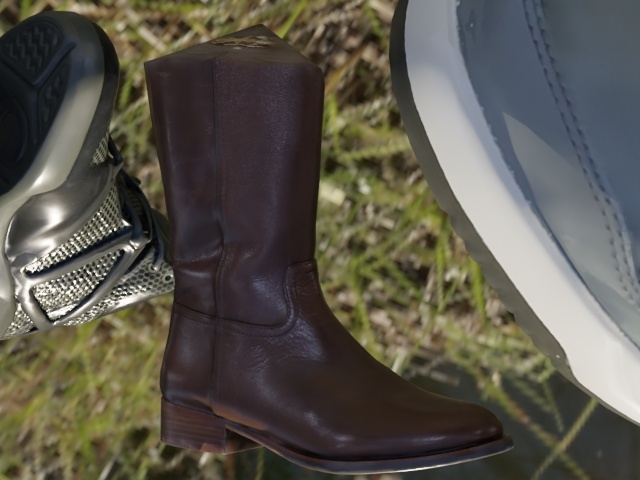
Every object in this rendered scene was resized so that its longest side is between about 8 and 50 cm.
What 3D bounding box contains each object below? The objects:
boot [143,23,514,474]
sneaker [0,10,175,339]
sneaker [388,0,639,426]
[{"bbox_3d":[0.000,0.000,0.455,0.106,0.037,0.114,2,93,26],"label":"boot"},{"bbox_3d":[-0.124,-0.032,0.918,0.130,0.087,0.227,-7,141,-32],"label":"sneaker"},{"bbox_3d":[0.159,0.016,0.326,0.295,0.124,0.178,40,150,-6],"label":"sneaker"}]
